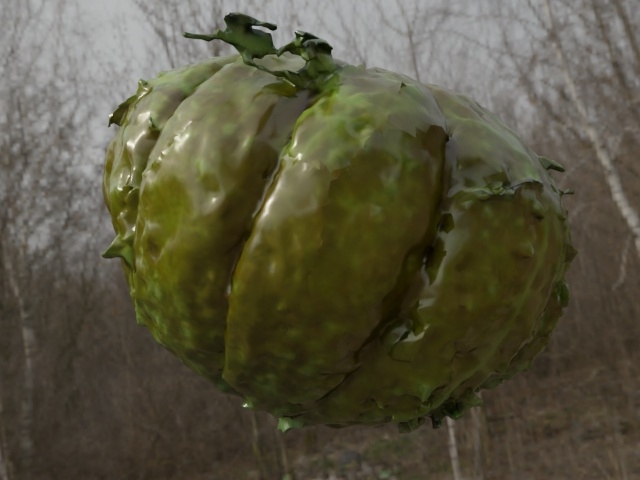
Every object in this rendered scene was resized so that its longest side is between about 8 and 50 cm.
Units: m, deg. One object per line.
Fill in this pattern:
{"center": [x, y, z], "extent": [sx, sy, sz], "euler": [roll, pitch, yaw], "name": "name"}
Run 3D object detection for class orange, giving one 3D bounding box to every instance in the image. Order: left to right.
{"center": [0.000, 0.000, 0.622], "extent": [0.300, 0.223, 0.301], "euler": [20, 1, -18], "name": "orange"}
